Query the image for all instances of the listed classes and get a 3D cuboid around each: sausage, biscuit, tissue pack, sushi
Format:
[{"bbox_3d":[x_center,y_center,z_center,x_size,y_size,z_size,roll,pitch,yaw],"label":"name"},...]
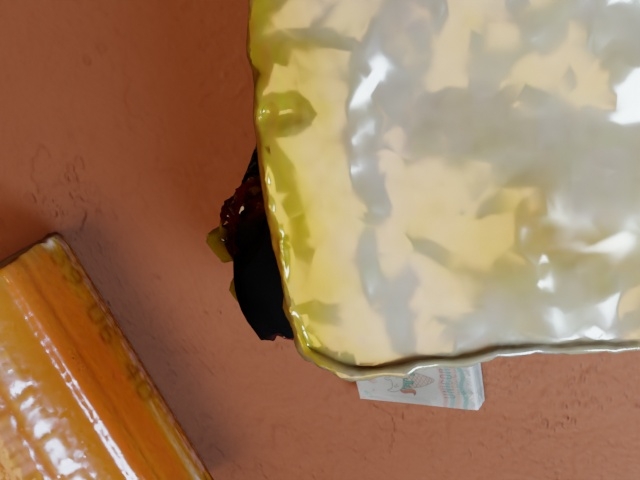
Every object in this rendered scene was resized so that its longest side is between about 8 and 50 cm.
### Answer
[{"bbox_3d":[-0.261,0.167,1.015,0.233,0.233,0.287,-23,100,35],"label":"sausage"},{"bbox_3d":[0.161,-0.129,0.630,0.429,0.104,0.446,-11,98,8],"label":"biscuit"},{"bbox_3d":[0.079,0.108,0.919,0.108,0.023,0.056,1,113,30],"label":"tissue pack"},{"bbox_3d":[0.000,0.000,0.833,0.172,0.150,0.153,9,117,26],"label":"sushi"}]
